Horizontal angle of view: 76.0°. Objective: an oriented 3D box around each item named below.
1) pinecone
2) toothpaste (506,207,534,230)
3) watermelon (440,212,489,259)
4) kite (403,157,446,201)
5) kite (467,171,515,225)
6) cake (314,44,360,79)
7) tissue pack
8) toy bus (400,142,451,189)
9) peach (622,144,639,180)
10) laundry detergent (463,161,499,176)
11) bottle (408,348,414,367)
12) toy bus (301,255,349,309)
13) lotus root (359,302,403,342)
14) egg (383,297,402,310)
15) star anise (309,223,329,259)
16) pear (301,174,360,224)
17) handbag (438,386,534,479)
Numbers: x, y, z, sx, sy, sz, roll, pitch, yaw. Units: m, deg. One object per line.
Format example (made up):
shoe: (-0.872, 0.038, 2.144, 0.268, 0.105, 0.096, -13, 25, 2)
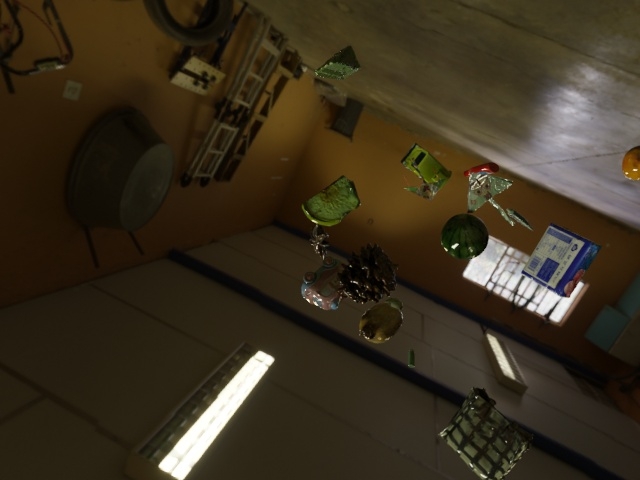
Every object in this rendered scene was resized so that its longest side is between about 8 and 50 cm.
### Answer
pinecone: (0.187, 0.142, 1.640, 0.244, 0.257, 0.243, 61, 174, 11)
toothpaste: (0.980, -0.107, 2.013, 0.197, 0.035, 0.057, 29, -148, -21)
watermelon: (0.582, -0.007, 1.654, 0.188, 0.188, 0.215, 38, 165, 43)
kite: (0.456, -0.268, 1.814, 0.244, 0.197, 0.006, 57, -148, -32)
kite: (0.631, -0.154, 1.524, 0.012, 0.229, 0.250, -24, -106, -34)
cake: (0.066, -0.646, 1.544, 0.099, 0.100, 0.235, 56, -144, -21)
tissue pack: (1.050, 0.086, 1.795, 0.137, 0.270, 0.209, 7, -158, -43)
toy bus: (0.550, -0.367, 2.100, 0.262, 0.128, 0.150, 26, -162, -40)
peach: (1.129, -0.268, 1.419, 0.138, 0.138, 0.138, 24, -167, -6)
laundry detergent: (0.772, -0.338, 1.987, 0.097, 0.049, 0.165, 5, 175, -30)
bottle: (0.442, 0.571, 1.988, 0.030, 0.030, 0.083, 22, -130, -13)
toy bus: (0.055, 0.252, 2.231, 0.232, 0.294, 0.197, 44, 163, 29)
lotus root: (0.277, 0.399, 1.937, 0.169, 0.152, 0.342, 29, -154, 24)
egg: (0.412, 0.368, 2.329, 0.110, 0.085, 0.085, 7, -171, 14)
star anise: (-0.009, -0.009, 2.407, 0.073, 0.212, 0.197, -19, -121, -26)
pear: (0.065, -0.175, 2.055, 0.176, 0.286, 0.282, 55, 179, 0)
handbag: (0.768, 0.916, 1.910, 0.162, 0.327, 0.325, 1, -149, -45)
